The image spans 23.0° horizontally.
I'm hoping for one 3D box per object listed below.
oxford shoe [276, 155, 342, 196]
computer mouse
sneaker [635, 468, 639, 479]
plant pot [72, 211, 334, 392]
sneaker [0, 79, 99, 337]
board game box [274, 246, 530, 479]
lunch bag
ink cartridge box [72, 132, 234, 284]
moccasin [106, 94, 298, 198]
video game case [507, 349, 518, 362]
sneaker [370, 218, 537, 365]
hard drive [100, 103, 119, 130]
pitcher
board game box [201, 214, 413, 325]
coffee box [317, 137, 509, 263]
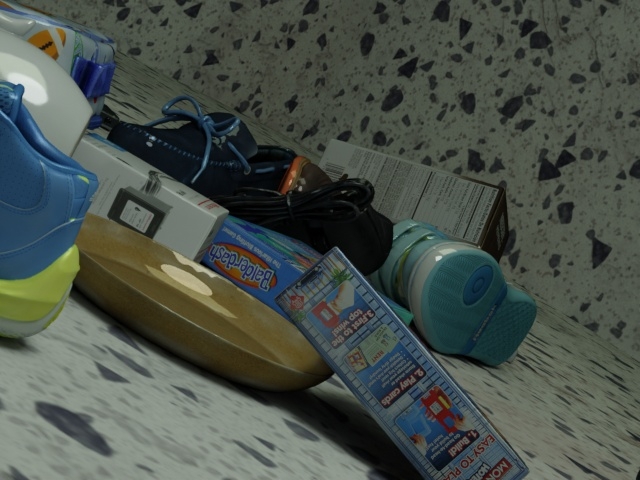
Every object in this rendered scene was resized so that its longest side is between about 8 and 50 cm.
[{"bbox_3d":[0.007,-0.034,1.896,0.098,0.097,0.271,23,-2,13],"label":"oxford shoe"},{"bbox_3d":[0.000,0.000,1.714,0.188,0.072,0.272,-7,-13,17],"label":"computer mouse"},{"bbox_3d":[0.378,0.264,1.614,0.069,0.038,0.098,24,9,-42],"label":"sneaker"},{"bbox_3d":[-0.099,0.047,1.127,0.236,0.032,0.236,31,6,-3],"label":"plant pot"},{"bbox_3d":[-0.228,-0.051,0.845,0.240,0.126,0.091,29,5,-12],"label":"sneaker"},{"bbox_3d":[0.072,0.117,1.105,0.194,0.060,0.194,50,1,25],"label":"board game box"},{"bbox_3d":[-0.291,-0.154,1.305,0.243,0.115,0.303,17,7,0],"label":"lunch bag"},{"bbox_3d":[-0.144,-0.025,1.375,0.180,0.060,0.104,30,5,0],"label":"ink cartridge box"},{"bbox_3d":[-0.135,-0.102,1.811,0.137,0.117,0.342,32,6,22],"label":"moccasin"},{"bbox_3d":[0.175,0.094,2.153,0.212,0.023,0.193,30,5,4],"label":"video game case"},{"bbox_3d":[0.117,0.040,1.852,0.208,0.127,0.319,35,-2,28],"label":"sneaker"},{"bbox_3d":[-0.334,-0.191,2.061,0.135,0.022,0.094,28,6,-25],"label":"hard drive"},{"bbox_3d":[-0.255,-0.124,1.088,0.207,0.178,0.125,28,0,-8],"label":"pitcher"},{"bbox_3d":[-0.022,0.038,1.515,0.160,0.047,0.210,33,6,30],"label":"board game box"},{"bbox_3d":[0.116,-0.031,2.073,0.246,0.098,0.141,18,-22,17],"label":"coffee box"}]
